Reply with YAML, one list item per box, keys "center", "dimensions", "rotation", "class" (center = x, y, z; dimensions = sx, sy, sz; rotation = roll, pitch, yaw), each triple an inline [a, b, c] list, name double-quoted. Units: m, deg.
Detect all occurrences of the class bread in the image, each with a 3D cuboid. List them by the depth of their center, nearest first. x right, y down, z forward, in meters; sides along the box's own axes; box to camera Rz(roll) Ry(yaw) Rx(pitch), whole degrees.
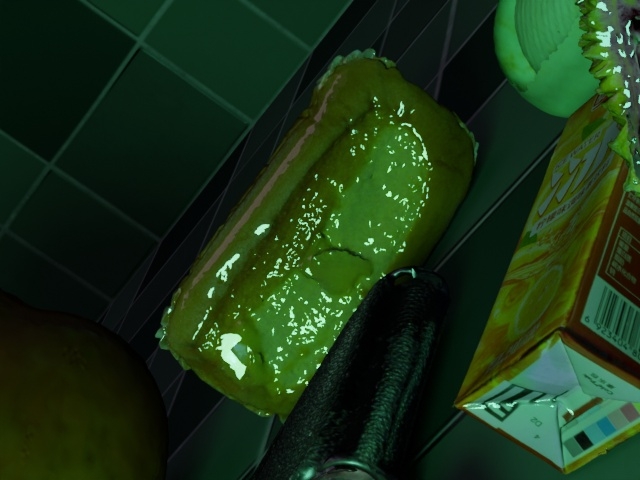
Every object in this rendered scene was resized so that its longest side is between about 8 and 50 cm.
- center: [0.000, 0.000, 1.252]
  dimensions: [0.288, 0.152, 0.119]
  rotation: [-55, 5, -3]
  class: "bread"

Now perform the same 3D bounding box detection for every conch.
- center: [0.163, -0.175, 0.924]
  dimensions: [0.250, 0.137, 0.143]
  rotation: [70, -167, -59]
  class: "conch"

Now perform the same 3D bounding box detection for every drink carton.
- center: [0.150, 0.001, 0.796]
  dimensions: [0.096, 0.071, 0.223]
  rotation: [-44, 15, 50]
  class: "drink carton"

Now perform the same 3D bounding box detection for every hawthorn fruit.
- center: [-0.348, 0.250, 1.348]
  dimensions: [0.471, 0.472, 0.472]
  rotation: [-52, 11, 14]
  class: "hawthorn fruit"

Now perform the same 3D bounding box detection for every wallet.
- center: [-0.012, 0.160, 1.044]
  dimensions: [0.262, 0.071, 0.221]
  rotation: [-56, 9, 34]
  class: "wallet"

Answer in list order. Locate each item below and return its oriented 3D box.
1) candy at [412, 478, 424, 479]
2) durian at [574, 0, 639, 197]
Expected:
- center: [0.052, 0.198, 0.642]
  dimensions: [0.088, 0.061, 0.312]
  rotation: [-52, 12, 11]
  class: "candy"
- center: [0.182, -0.037, 0.652]
  dimensions: [0.119, 0.187, 0.108]
  rotation: [21, -93, -63]
  class: "durian"
